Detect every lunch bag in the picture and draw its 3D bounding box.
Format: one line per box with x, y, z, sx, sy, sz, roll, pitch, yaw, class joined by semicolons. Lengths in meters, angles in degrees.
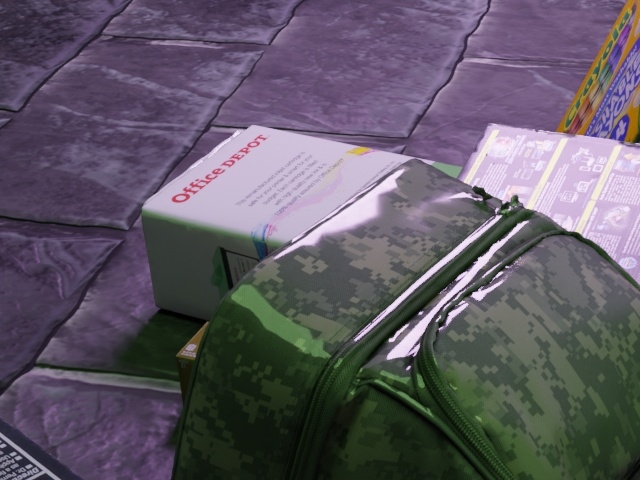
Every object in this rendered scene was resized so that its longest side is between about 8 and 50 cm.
0.090;0.108;1.035;0.256;0.212;0.305;29;33;20;lunch bag

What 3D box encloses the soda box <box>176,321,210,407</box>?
-0.029;0.122;1.364;0.181;0.058;0.061;9;32;23;soda box

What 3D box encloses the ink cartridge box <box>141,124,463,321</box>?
0.000;0.000;1.516;0.278;0.117;0.201;13;34;28;ink cartridge box

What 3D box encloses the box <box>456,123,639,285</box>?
0.201;0.011;1.344;0.216;0.060;0.270;9;41;23;box

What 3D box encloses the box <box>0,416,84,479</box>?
-0.282;0.265;1.019;0.296;0.182;0.294;-28;35;-32;box

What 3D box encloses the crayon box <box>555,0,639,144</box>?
0.319;-0.130;1.585;0.083;0.203;0.323;23;25;-6;crayon box
